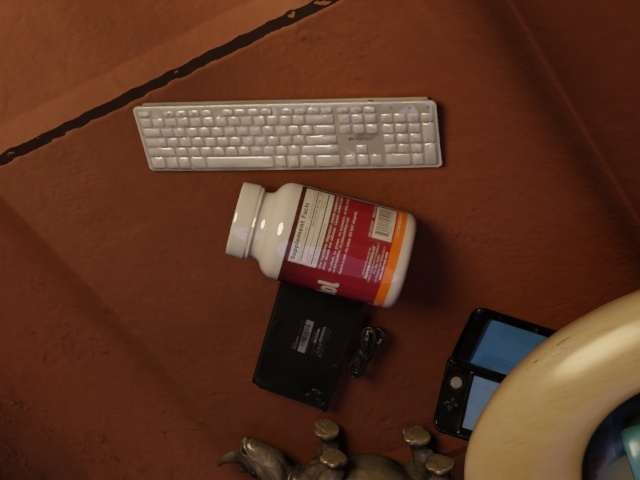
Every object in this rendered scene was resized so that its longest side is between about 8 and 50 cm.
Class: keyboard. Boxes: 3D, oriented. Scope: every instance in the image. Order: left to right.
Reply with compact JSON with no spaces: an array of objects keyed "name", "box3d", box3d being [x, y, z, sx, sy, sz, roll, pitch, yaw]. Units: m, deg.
[{"name":"keyboard","box3d":[-0.027,-0.088,1.207,0.256,0.014,0.072,0,129,11]},{"name":"keyboard","box3d":[0.004,0.090,1.345,0.108,0.023,0.180,19,131,2]}]

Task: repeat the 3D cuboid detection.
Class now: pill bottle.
[{"name":"pill bottle","box3d":[0.000,0.000,1.228,0.152,0.086,0.086,15,131,-1]}]

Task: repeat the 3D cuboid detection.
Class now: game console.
[{"name":"game console","box3d":[0.178,0.135,1.322,0.122,0.107,0.071,18,159,-4]}]

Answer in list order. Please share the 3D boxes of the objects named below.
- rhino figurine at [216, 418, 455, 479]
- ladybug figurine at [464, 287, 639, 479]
[{"name":"rhino figurine","box3d":[0.014,0.238,1.435,0.243,0.073,0.106,4,127,9]},{"name":"ladybug figurine","box3d":[0.331,0.156,1.220,0.449,0.162,0.305,-14,110,11]}]
